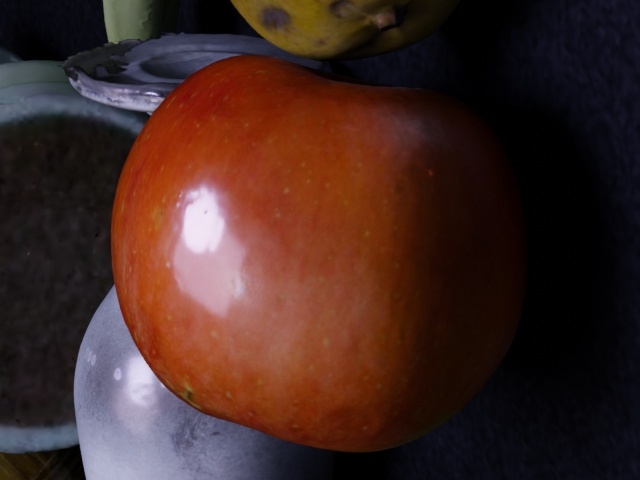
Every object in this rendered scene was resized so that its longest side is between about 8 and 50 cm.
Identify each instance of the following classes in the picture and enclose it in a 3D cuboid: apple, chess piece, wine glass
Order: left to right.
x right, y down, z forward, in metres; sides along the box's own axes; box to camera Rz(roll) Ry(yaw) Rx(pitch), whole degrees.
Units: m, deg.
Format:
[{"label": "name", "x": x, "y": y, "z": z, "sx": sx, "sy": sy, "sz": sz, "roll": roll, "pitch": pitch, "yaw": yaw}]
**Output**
[{"label": "chess piece", "x": -0.178, "y": -0.028, "z": 1.063, "sx": 0.299, "sy": 0.194, "sz": 0.195, "roll": -137, "pitch": 42, "yaw": -61}, {"label": "wine glass", "x": -0.052, "y": 0.033, "z": 0.891, "sx": 0.126, "sy": 0.126, "sz": 0.241, "roll": 31, "pitch": 125, "yaw": 55}, {"label": "apple", "x": 0.000, "y": 0.000, "z": 0.743, "sx": 0.163, "sy": 0.163, "sz": 0.139, "roll": 31, "pitch": 119, "yaw": 55}]

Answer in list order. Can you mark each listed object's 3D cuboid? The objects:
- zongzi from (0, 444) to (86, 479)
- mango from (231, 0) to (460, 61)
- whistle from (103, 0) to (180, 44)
[{"label": "zongzi", "x": -0.175, "y": 0.148, "z": 1.176, "sx": 0.187, "sy": 0.084, "sz": 0.184, "roll": 52, "pitch": 160, "yaw": -7}, {"label": "mango", "x": 0.009, "y": -0.162, "z": 0.718, "sx": 0.137, "sy": 0.098, "sz": 0.195, "roll": -158, "pitch": 64, "yaw": -63}, {"label": "whistle", "x": -0.062, "y": -0.192, "z": 0.845, "sx": 0.141, "sy": 0.141, "sz": 0.294, "roll": 48, "pitch": 160, "yaw": 43}]
